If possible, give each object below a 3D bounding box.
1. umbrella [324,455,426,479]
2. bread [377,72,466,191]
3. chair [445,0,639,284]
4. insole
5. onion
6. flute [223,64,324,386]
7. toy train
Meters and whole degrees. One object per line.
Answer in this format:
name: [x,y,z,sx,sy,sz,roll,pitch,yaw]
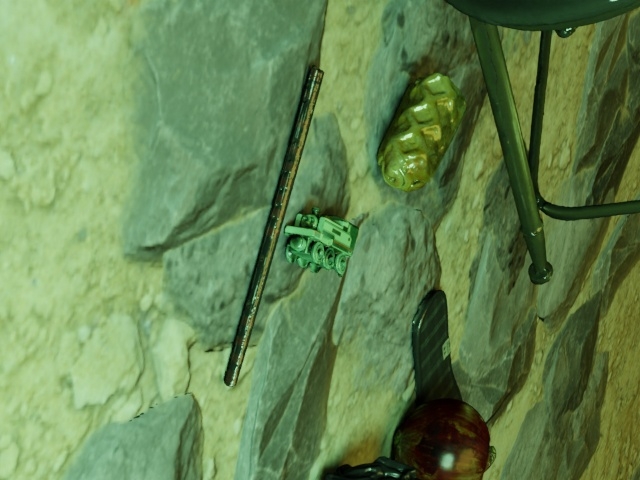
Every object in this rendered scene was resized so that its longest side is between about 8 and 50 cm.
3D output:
umbrella: [0.055,0.336,1.168,0.110,0.122,0.272,-9,124,-12]
bread: [0.092,-0.095,1.079,0.066,0.060,0.110,106,8,-71]
chair: [0.307,-0.219,1.086,0.410,0.365,0.362,42,51,-46]
insole: [0.139,0.181,1.332,0.110,0.012,0.309,-46,140,-39]
onion: [0.135,0.227,1.242,0.118,0.119,0.117,40,45,-58]
flute: [-0.038,-0.012,0.938,0.014,0.014,0.269,19,87,-61]
toy train: [0.000,0.000,0.989,0.083,0.033,0.053,29,73,-60]
